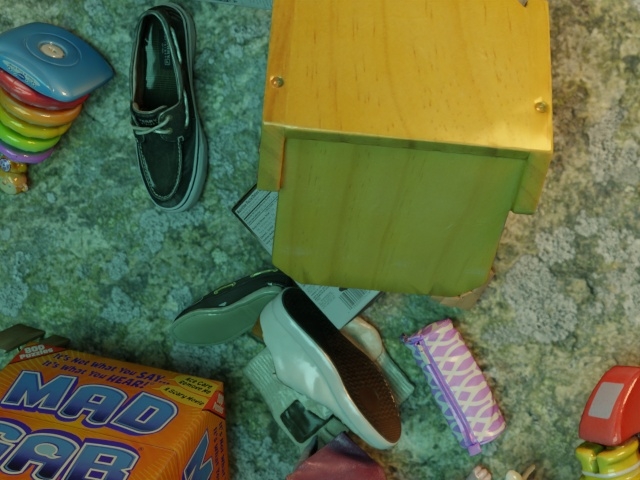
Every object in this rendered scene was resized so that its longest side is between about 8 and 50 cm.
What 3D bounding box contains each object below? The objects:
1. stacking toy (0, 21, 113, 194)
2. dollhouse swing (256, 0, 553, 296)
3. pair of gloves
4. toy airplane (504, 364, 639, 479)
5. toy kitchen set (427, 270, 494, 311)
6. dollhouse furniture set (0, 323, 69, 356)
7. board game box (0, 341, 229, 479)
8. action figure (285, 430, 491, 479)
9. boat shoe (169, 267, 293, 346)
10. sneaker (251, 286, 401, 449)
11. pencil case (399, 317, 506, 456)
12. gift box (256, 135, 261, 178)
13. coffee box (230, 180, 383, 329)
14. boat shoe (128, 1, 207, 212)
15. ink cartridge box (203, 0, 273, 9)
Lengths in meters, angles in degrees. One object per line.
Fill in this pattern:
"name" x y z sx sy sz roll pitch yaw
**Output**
"stacking toy" -0.484 -0.193 1.966 0.175 0.166 0.302 33 124 7
"dollhouse swing" 0.097 -0.133 1.561 0.346 0.305 0.315 4 65 -2
"pair of gloves" 0.009 0.224 1.911 0.240 0.042 0.204 -36 87 21
"toy airplane" 0.409 0.418 1.642 0.386 0.272 0.384 -62 42 38
"toy kitchen set" 0.199 0.052 1.799 0.075 0.083 0.068 -58 38 19
"dollhouse furniture set" -0.501 0.246 2.051 0.144 0.123 0.151 13 104 17
"board game box" -0.372 0.429 1.866 0.356 0.356 0.357 10 122 17
"action figure" 0.105 0.444 1.798 0.370 0.275 0.248 28 105 17
"boat shoe" -0.142 0.108 1.931 0.227 0.069 0.081 -19 128 24
"sneaker" 0.007 0.214 1.847 0.290 0.106 0.123 52 126 7
"pencil case" 0.205 0.217 1.815 0.086 0.088 0.206 -30 90 24
"gift box" 0.052 -0.185 1.709 0.276 0.258 0.255 15 106 -6
"coffee box" 0.000 0.000 1.819 0.246 0.141 0.098 48 113 7
"boat shoe" -0.259 -0.205 1.881 0.121 0.119 0.335 -1 100 20
"ink cartridge box" 0.010 -0.461 1.673 0.330 0.071 0.324 12 66 17
